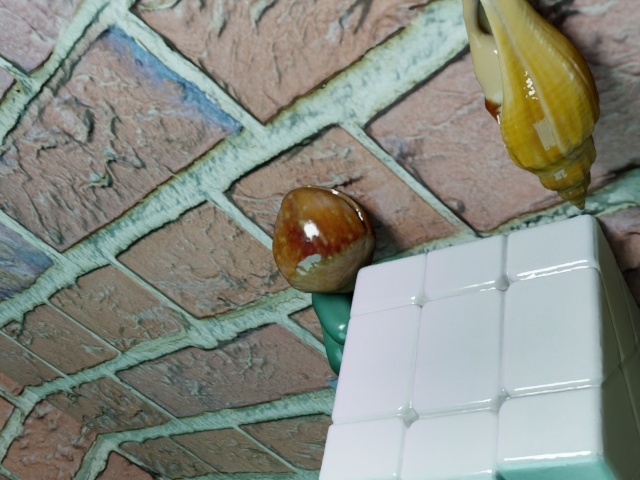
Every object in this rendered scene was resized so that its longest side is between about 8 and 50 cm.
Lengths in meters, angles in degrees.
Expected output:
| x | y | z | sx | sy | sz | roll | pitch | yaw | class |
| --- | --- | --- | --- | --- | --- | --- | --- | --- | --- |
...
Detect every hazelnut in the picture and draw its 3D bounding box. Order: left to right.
| x | y | z | sx | sy | sz | roll | pitch | yaw | class |
| --- | --- | --- | --- | --- | --- | --- | --- | --- | --- |
| 0.000 | 0.000 | 1.113 | 0.143 | 0.143 | 0.154 | 12 | 162 | 22 | hazelnut |

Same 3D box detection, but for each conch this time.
| x | y | z | sx | sy | sz | roll | pitch | yaw | class |
| --- | --- | --- | --- | --- | --- | --- | --- | --- | --- |
| 0.189 | -0.169 | 0.763 | 0.093 | 0.109 | 0.330 | -21 | 111 | 3 | conch |

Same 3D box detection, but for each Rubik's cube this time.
| x | y | z | sx | sy | sz | roll | pitch | yaw | class |
| --- | --- | --- | --- | --- | --- | --- | --- | --- | --- |
| 0.227 | 0.209 | 1.011 | 0.315 | 0.319 | 0.322 | -16 | 132 | 30 | Rubik's cube |

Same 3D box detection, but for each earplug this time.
| x | y | z | sx | sy | sz | roll | pitch | yaw | class |
| --- | --- | --- | --- | --- | --- | --- | --- | --- | --- |
| 0.090 | 0.162 | 1.257 | 0.280 | 0.164 | 0.257 | 25 | 142 | -10 | earplug |

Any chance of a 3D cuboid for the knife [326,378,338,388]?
| x | y | z | sx | sy | sz | roll | pitch | yaw | class |
| --- | --- | --- | --- | --- | --- | --- | --- | --- | --- |
| 0.119 | 0.257 | 1.511 | 0.313 | 0.019 | 0.044 | -13 | 124 | 48 | knife |
